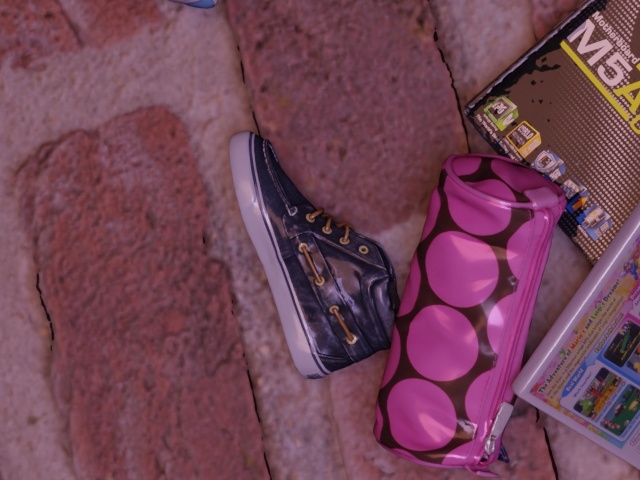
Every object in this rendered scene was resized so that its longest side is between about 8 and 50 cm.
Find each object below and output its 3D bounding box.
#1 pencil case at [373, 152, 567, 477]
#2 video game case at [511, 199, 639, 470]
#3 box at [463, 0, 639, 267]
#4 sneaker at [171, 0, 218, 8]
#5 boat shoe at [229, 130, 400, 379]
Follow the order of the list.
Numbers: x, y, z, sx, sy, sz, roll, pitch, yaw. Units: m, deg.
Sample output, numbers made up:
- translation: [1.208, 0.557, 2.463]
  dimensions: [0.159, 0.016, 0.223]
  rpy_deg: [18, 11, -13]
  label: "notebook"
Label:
- translation: [0.104, 0.050, 1.243]
  dimensions: [0.098, 0.095, 0.209]
  rpy_deg: [33, 116, 56]
  label: "pencil case"
- translation: [0.223, 0.068, 1.227]
  dimensions: [0.143, 0.019, 0.157]
  rpy_deg: [32, 96, -24]
  label: "video game case"
- translation: [0.226, -0.078, 1.261]
  dimensions: [0.184, 0.045, 0.190]
  rpy_deg: [-41, 79, 12]
  label: "box"
- translation: [-0.050, -0.274, 1.331]
  dimensions: [0.086, 0.085, 0.237]
  rpy_deg: [32, 92, -13]
  label: "sneaker"
- translation: [0.000, 0.000, 1.309]
  dimensions: [0.083, 0.065, 0.183]
  rpy_deg: [-20, 89, 11]
  label: "boat shoe"
